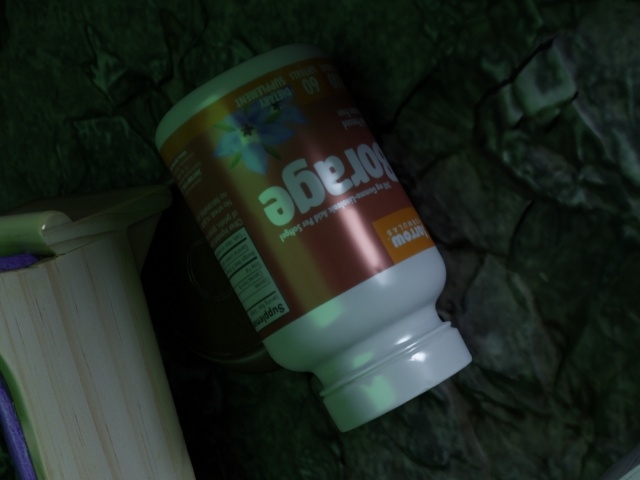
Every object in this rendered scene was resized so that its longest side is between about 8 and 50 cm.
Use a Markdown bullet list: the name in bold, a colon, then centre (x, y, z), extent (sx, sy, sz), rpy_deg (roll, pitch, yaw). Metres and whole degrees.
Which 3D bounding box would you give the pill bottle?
- **pill bottle**: centre (0.000, 0.000, 0.711), extent (0.121, 0.121, 0.216), rpy_deg (-33, 84, 36)

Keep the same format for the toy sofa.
- **toy sofa**: centre (-0.169, 0.152, 0.810), extent (0.150, 0.177, 0.362), rpy_deg (-3, 107, 40)

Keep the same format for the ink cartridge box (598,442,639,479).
- **ink cartridge box**: centre (0.291, 0.122, 0.546), extent (0.207, 0.117, 0.283), rpy_deg (51, 124, 12)

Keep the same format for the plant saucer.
- **plant saucer**: centre (-0.069, 0.017, 0.821), extent (0.169, 0.029, 0.168), rpy_deg (9, 107, 33)
